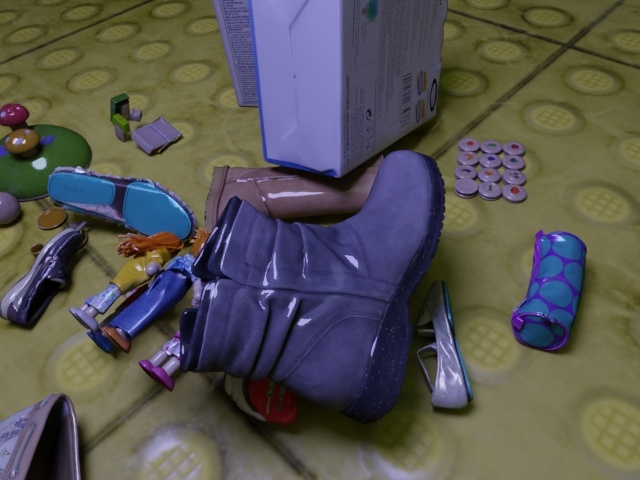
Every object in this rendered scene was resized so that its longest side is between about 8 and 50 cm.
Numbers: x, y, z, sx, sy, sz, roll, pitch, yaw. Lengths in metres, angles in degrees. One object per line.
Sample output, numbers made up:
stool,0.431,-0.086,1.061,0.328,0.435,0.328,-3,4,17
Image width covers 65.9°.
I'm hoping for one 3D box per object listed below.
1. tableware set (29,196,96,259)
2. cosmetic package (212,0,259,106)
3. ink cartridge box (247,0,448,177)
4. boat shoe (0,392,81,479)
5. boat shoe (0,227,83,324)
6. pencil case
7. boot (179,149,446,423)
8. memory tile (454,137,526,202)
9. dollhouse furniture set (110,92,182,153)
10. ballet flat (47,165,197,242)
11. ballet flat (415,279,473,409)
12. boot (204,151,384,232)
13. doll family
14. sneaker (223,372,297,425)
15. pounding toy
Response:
tableware set,-0.412,-0.032,0.790,0.104,0.024,0.154,0,49,6
cosmetic package,-0.100,-0.408,0.912,0.153,0.296,0.129,3,50,7
ink cartridge box,0.078,-0.296,0.775,0.151,0.270,0.395,20,38,31
boat shoe,-0.259,0.264,0.441,0.089,0.104,0.285,-35,48,-5
boat shoe,-0.380,0.052,0.696,0.049,0.056,0.152,21,65,11
pencil case,0.288,0.058,0.619,0.070,0.064,0.152,28,55,7
boot,0.000,0.000,0.523,0.222,0.118,0.338,24,58,-13
memory tile,0.279,-0.120,0.812,0.113,0.012,0.148,8,50,12
dollhouse furniture set,-0.341,-0.210,0.942,0.151,0.058,0.076,40,53,11
ballet flat,-0.296,-0.061,0.764,0.241,0.077,0.091,20,96,2
ballet flat,0.138,0.117,0.589,0.052,0.057,0.168,-10,47,9
boot,-0.028,-0.050,0.730,0.269,0.089,0.236,-5,49,-1
doll family,-0.190,0.053,0.581,0.263,0.118,0.163,7,44,46
sneaker,0.003,0.100,0.606,0.118,0.107,0.279,34,61,8
pounding toy,-0.527,-0.151,0.848,0.183,0.110,0.237,18,52,20
